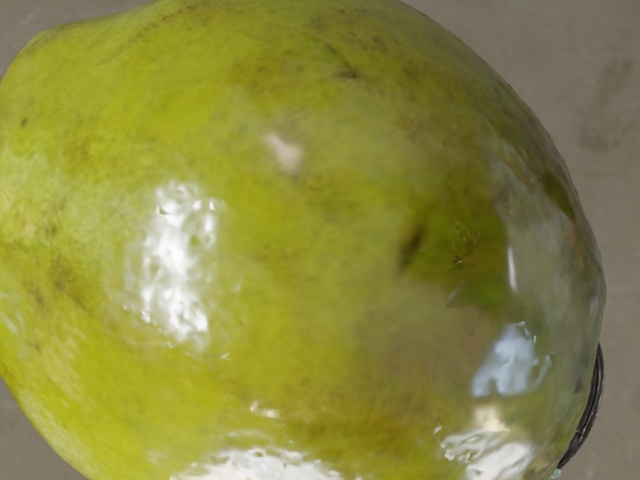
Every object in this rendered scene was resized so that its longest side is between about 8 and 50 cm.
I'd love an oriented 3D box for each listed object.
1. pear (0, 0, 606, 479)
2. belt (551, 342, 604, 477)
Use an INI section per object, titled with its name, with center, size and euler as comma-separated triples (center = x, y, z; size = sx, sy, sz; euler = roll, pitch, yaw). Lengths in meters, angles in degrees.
[pear]
center = -0.015, 0.015, 0.844
size = 0.413, 0.352, 0.352
euler = 20, 95, -10
[belt]
center = 0.162, 0.135, 1.201
size = 0.151, 0.078, 0.198
euler = 25, 68, 4
